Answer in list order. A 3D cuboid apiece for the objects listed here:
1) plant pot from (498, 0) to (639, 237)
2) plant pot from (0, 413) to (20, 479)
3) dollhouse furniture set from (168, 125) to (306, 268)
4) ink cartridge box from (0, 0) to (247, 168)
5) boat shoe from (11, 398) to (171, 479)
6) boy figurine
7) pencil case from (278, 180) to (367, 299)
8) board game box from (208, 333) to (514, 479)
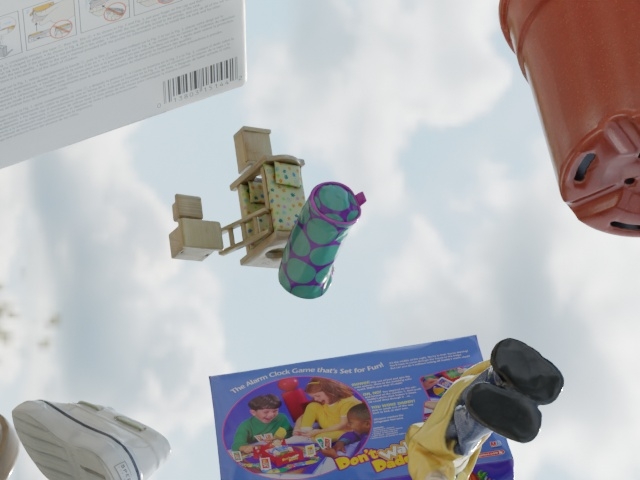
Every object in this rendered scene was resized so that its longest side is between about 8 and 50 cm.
[{"bbox_3d":[0.337,-0.165,1.989,0.272,0.272,0.265,112,-19,-47],"label":"plant pot"},{"bbox_3d":[-0.534,0.298,2.539,0.110,0.237,0.237,57,-2,-28],"label":"plant pot"},{"bbox_3d":[-0.104,-0.073,2.278,0.101,0.161,0.182,-37,-125,49],"label":"dollhouse furniture set"},{"bbox_3d":[-0.215,-0.212,1.802,0.066,0.296,0.261,56,-23,34],"label":"ink cartridge box"},{"bbox_3d":[-0.219,0.198,1.811,0.226,0.075,0.083,19,-52,53],"label":"boat shoe"},{"bbox_3d":[0.152,0.203,1.954,0.177,0.092,0.285,-57,179,-28],"label":"boy figurine"},{"bbox_3d":[0.000,0.000,2.170,0.152,0.070,0.064,114,-36,-48],"label":"pencil case"},{"bbox_3d":[0.046,0.242,2.298,0.233,0.347,0.078,-101,-177,-53],"label":"board game box"}]
